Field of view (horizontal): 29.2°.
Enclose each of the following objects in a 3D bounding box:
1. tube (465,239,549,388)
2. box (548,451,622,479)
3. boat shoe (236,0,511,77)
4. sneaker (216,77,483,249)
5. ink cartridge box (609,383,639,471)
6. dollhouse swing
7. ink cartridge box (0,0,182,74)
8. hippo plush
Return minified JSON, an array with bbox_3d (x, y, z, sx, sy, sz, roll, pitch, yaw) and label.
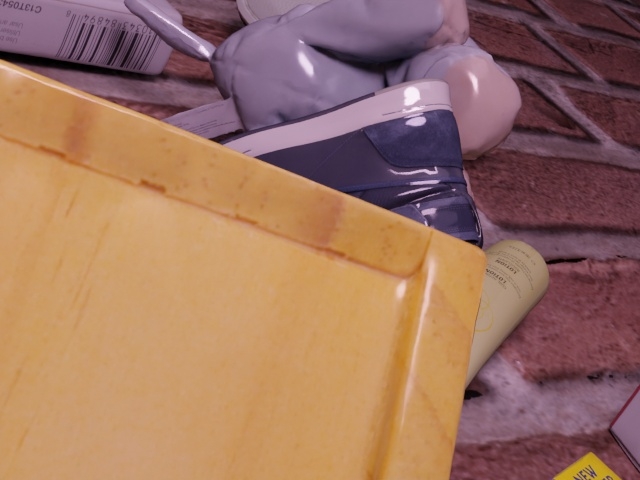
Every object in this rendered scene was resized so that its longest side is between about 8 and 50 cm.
[{"bbox_3d":[0.102,0.064,0.911,0.240,0.070,0.062,-31,108,-53],"label":"tube"},{"bbox_3d":[0.143,0.245,0.563,0.243,0.117,0.213,42,28,23],"label":"box"},{"bbox_3d":[0.048,-0.175,1.244,0.302,0.091,0.114,29,70,-6],"label":"boat shoe"},{"bbox_3d":[0.000,0.000,0.843,0.086,0.226,0.164,14,60,-72],"label":"sneaker"},{"bbox_3d":[0.332,0.131,0.948,0.175,0.127,0.072,12,29,-34],"label":"ink cartridge box"},{"bbox_3d":[-0.163,0.075,0.497,0.346,0.305,0.315,19,2,-22],"label":"dollhouse swing"},{"bbox_3d":[-0.328,-0.265,1.035,0.324,0.071,0.330,2,35,-43],"label":"ink cartridge box"},{"bbox_3d":[0.031,-0.089,1.008,0.294,0.234,0.236,-7,-4,18],"label":"hippo plush"}]
